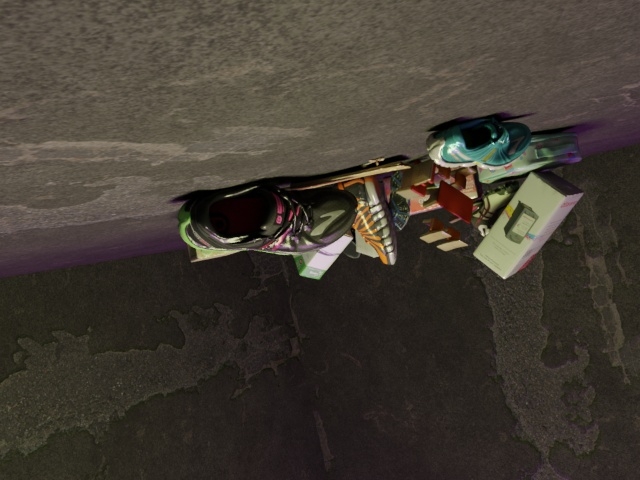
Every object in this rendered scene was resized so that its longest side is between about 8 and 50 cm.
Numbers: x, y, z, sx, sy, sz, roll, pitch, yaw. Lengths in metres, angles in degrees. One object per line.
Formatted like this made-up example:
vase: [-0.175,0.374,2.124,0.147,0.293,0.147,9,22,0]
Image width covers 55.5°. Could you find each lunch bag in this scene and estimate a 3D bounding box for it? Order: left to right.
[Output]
lunch bag: [0.624,-0.253,1.815,0.279,0.107,0.224,-12,177,-27]

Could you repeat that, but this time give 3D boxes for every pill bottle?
pill bottle: [0.161,-0.042,2.127,0.219,0.122,0.123,-47,-162,-31]

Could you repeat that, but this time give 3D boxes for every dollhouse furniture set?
dollhouse furniture set: [0.363,-0.136,1.797,0.259,0.261,0.135,26,155,-31]

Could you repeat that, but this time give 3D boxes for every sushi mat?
sushi mat: [0.086,-0.178,1.678,0.317,0.019,0.151,-11,180,17]

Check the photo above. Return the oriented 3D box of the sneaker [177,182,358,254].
sneaker: [-0.110,-0.052,1.548,0.484,0.185,0.202,-8,177,-23]

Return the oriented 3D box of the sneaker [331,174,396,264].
sneaker: [0.122,-0.056,1.870,0.180,0.320,0.124,-13,-154,18]

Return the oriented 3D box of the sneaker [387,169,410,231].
sneaker: [0.257,-0.128,1.926,0.080,0.211,0.081,16,-156,17]

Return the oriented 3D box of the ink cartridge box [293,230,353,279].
ink cartridge box: [0.000,0.000,1.984,0.087,0.153,0.208,16,127,-33]

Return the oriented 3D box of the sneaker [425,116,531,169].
sneaker: [0.358,-0.211,1.299,0.276,0.106,0.110,-12,170,-30]

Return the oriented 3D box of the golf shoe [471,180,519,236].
golf shoe: [0.555,-0.104,1.910,0.105,0.120,0.273,-22,171,-17]

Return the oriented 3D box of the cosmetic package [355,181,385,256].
cosmetic package: [0.162,-0.074,1.976,0.061,0.238,0.099,-13,-162,-33]

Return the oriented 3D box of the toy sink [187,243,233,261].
toy sink: [-0.317,-0.027,1.766,0.131,0.152,0.234,-11,180,-24]

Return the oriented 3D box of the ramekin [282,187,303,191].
ramekin: [-0.131,-0.074,1.850,0.278,0.135,0.277,-12,179,0]

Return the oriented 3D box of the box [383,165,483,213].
box: [0.385,-0.178,2.073,0.300,0.142,0.154,-13,178,23]

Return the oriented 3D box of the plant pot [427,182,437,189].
plant pot: [0.321,-0.199,1.938,0.084,0.079,0.083,-14,179,0]

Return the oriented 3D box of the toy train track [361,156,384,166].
toy train track: [0.135,-0.199,1.572,0.048,0.014,0.083,-11,179,-35]

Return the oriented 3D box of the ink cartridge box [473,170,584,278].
ink cartridge box: [0.628,-0.051,1.841,0.226,0.131,0.306,-10,135,-55]
